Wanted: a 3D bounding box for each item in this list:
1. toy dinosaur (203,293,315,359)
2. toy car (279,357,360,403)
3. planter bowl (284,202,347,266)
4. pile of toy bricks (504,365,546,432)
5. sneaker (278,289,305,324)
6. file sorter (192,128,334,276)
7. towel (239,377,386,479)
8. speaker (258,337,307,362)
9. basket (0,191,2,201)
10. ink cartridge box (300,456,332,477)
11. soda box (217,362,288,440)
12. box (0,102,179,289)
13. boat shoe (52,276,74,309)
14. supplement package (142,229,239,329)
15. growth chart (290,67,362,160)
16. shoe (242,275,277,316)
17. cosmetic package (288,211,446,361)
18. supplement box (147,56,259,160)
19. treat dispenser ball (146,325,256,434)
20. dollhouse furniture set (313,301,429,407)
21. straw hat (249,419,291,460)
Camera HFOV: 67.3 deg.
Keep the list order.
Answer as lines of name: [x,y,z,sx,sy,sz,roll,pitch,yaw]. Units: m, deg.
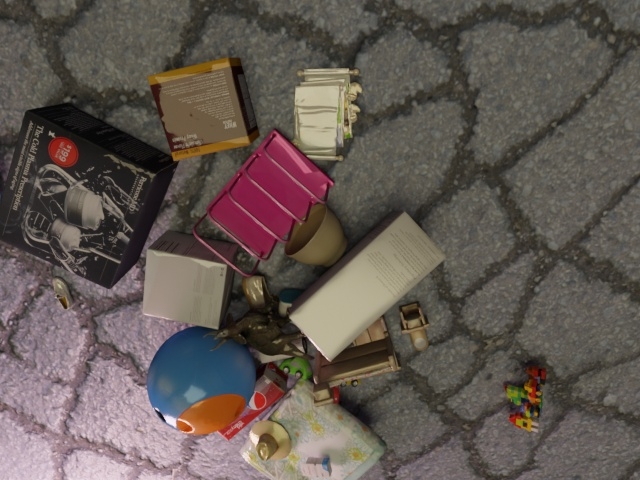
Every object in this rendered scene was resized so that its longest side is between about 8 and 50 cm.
toy dinosaur: [-0.142,0.246,1.287,0.160,0.121,0.313,-36,134,21]
toy car: [-0.013,0.376,1.372,0.225,0.239,0.053,15,94,23]
planter bowl: [0.000,0.000,1.230,0.109,0.162,0.162,36,109,-22]
pile of toy bricks: [0.590,0.451,1.403,0.105,0.118,0.212,9,131,29]
sneaker: [-0.005,0.204,1.346,0.229,0.087,0.092,12,122,4]
file sorter: [-0.142,-0.083,1.176,0.202,0.182,0.291,41,111,-12]
towel: [-0.033,0.626,1.456,0.320,0.090,0.374,37,115,-2]
speaker: [-0.110,0.319,1.403,0.136,0.055,0.055,-15,109,9]
basket: [-0.921,-0.125,1.154,0.201,0.289,0.254,6,114,6]
ink cartridge box: [-0.013,0.661,1.401,0.083,0.028,0.048,-6,107,18]
soda box: [-0.219,0.484,1.456,0.092,0.083,0.263,44,107,-12]
box: [-0.580,-0.111,1.202,0.313,0.179,0.343,26,110,-8]
boat shoe: [-0.747,0.155,1.386,0.035,0.035,0.100,-11,110,7]
supplement package: [-0.343,0.101,1.283,0.203,0.149,0.194,12,111,-1]
growth chart: [0.009,-0.306,1.181,0.172,0.021,0.237,8,111,0]
shoe: [-0.159,0.197,1.348,0.058,0.076,0.219,-13,107,13]
cosmetic package: [0.104,0.100,1.186,0.365,0.197,0.155,-43,94,3]
supplement box: [-0.267,-0.311,1.135,0.191,0.129,0.194,-11,109,7]
treat dispenser ball: [-0.322,0.376,1.312,0.288,0.288,0.288,1,111,3]
dollhouse furniture set: [0.157,0.332,1.225,0.303,0.355,0.173,-17,103,8]
straw hat: [-0.159,0.605,1.408,0.145,0.061,0.144,5,110,15]
